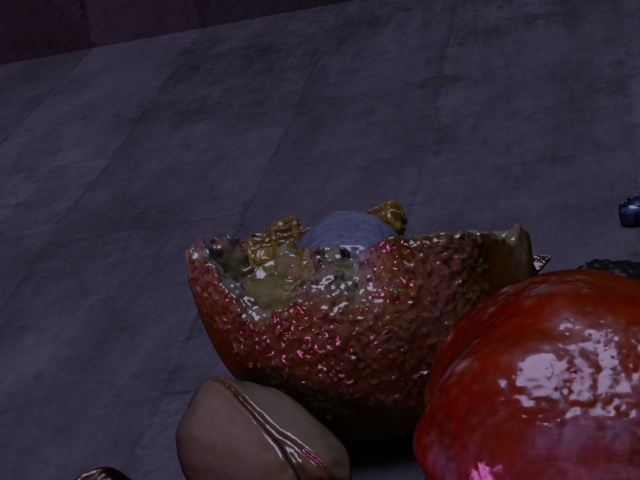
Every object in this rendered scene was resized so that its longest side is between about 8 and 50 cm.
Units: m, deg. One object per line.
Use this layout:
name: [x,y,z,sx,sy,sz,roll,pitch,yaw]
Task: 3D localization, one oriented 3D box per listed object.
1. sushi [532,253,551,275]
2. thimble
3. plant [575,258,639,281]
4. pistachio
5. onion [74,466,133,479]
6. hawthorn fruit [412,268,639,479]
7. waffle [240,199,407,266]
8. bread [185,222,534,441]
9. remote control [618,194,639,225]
sushi: [0.185,0.048,1.827,0.055,0.052,0.120,26,37,34]
thimble: [0.026,0.058,1.753,0.127,0.151,0.118,2,20,4]
plant: [0.235,0.113,1.477,0.149,0.146,0.274,-4,22,16]
pistachio: [-0.049,0.182,1.504,0.124,0.124,0.185,-26,26,-33]
onion: [-0.183,0.242,1.482,0.107,0.097,0.107,-34,36,30]
hawthorn fruit: [0.187,0.158,1.215,0.284,0.284,0.284,-11,20,4]
waffle: [0.001,0.003,2.068,0.194,0.051,0.149,-3,21,39]
bread: [0.036,0.086,1.597,0.314,0.192,0.171,-2,-1,4]
remote control: [0.404,-0.048,1.992,0.153,0.027,0.043,-14,15,-10]
